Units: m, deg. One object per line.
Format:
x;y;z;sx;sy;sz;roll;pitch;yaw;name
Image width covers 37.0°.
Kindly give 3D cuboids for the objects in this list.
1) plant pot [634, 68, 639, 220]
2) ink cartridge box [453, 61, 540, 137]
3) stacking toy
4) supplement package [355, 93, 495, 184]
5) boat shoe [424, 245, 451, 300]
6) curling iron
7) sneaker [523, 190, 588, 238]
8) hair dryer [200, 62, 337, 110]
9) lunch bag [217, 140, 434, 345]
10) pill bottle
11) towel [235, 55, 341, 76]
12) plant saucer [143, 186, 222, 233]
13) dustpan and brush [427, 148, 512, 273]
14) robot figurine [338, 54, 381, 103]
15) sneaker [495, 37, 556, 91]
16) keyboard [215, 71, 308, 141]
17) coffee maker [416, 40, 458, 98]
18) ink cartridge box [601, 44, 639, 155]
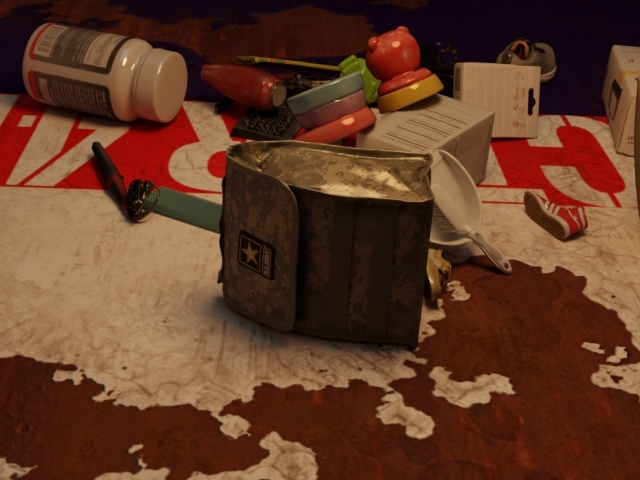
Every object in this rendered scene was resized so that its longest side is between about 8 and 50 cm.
0.602;-0.115;1.502;0.256;0.274;0.256;2;31;-1;plant pot
0.343;-0.274;1.871;0.179;0.146;0.045;-2;8;-25;ink cartridge box
0.024;-0.254;1.661;0.279;0.130;0.309;-12;14;47;stacking toy
0.177;-0.144;1.637;0.133;0.139;0.244;23;34;29;supplement package
0.170;0.044;1.407;0.045;0.050;0.135;0;30;0;boat shoe
-0.336;-0.107;1.611;0.068;0.035;0.274;-48;39;-1;curling iron
0.395;-0.048;1.593;0.067;0.042;0.118;-15;43;-22;sneaker
-0.095;-0.304;1.915;0.293;0.080;0.223;10;13;-8;hair dryer
0.000;0.000;1.281;0.286;0.235;0.169;5;30;3;lunch bag
-0.413;-0.319;1.847;0.283;0.161;0.161;14;32;16;pill bottle
-0.052;-0.364;2.007;0.237;0.021;0.102;1;9;-28;towel
-0.200;-0.049;1.556;0.192;0.018;0.067;18;34;21;plant saucer
0.212;-0.026;1.461;0.147;0.211;0.060;-45;11;-21;dustpan and brush
0.085;-0.329;1.977;0.067;0.115;0.101;-35;40;10;robot figurine
0.465;-0.404;2.139;0.100;0.108;0.271;18;32;25;sneaker
-0.113;-0.282;1.944;0.201;0.033;0.317;10;30;11;keyboard
0.215;-0.341;1.944;0.120;0.171;0.178;25;24;-26;coffee maker
0.706;-0.281;1.935;0.226;0.131;0.306;7;30;5;ink cartridge box
